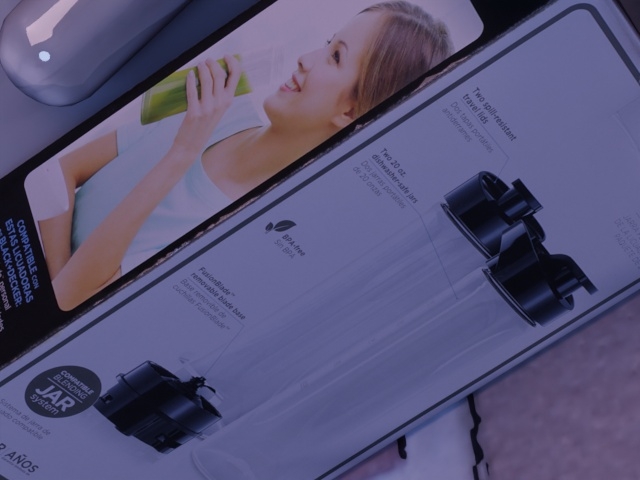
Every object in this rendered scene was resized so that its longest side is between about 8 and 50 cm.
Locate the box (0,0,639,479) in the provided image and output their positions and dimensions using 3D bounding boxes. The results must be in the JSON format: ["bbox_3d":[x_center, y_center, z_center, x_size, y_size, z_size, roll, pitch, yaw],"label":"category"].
[{"bbox_3d":[0.000,0.000,0.722,0.290,0.169,0.087,-33,48,13],"label":"box"}]

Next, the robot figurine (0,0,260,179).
[{"bbox_3d":[-0.106,-0.116,0.825,0.353,0.200,0.300,-48,21,-7],"label":"robot figurine"}]
